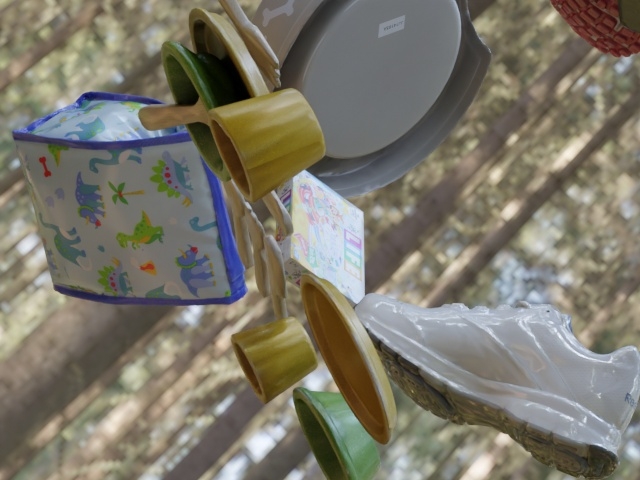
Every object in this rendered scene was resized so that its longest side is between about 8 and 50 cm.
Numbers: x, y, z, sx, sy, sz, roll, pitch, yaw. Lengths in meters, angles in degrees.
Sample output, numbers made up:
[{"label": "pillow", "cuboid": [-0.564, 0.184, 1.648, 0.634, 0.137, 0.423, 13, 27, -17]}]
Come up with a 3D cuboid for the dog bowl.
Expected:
[{"label": "dog bowl", "cuboid": [0.051, -0.222, 1.968, 0.102, 0.349, 0.349, 42, -26, 36]}]

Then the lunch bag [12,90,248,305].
[{"label": "lunch bag", "cuboid": [-0.119, -0.026, 1.108, 0.151, 0.096, 0.129, 10, -57, 41]}]

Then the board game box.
[{"label": "board game box", "cuboid": [0.000, 0.000, 1.692, 0.103, 0.154, 0.026, 35, -57, -27]}]

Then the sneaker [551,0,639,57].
[{"label": "sneaker", "cuboid": [0.318, -0.269, 1.551, 0.121, 0.112, 0.299, 44, -24, -6]}]

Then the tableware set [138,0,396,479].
[{"label": "tableware set", "cuboid": [-0.014, 0.006, 0.418, 0.104, 0.024, 0.154, 58, -15, 28]}]

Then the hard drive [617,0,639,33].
[{"label": "hard drive", "cuboid": [0.238, -0.178, 1.085, 0.094, 0.022, 0.135, 27, -25, 30]}]

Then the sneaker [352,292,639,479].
[{"label": "sneaker", "cuboid": [0.164, 0.112, 1.517, 0.297, 0.129, 0.111, 24, -19, 26]}]
